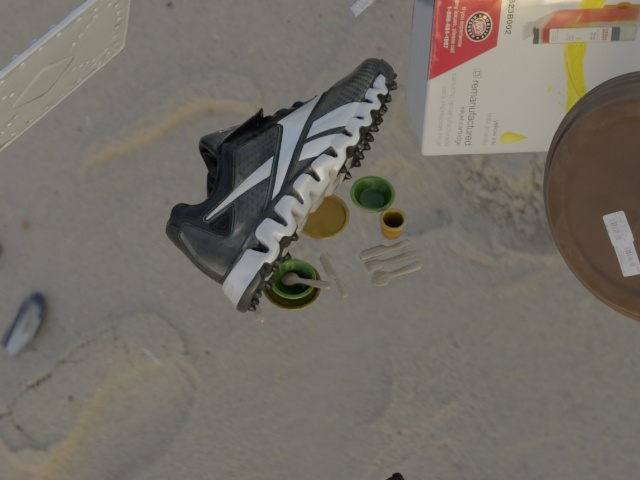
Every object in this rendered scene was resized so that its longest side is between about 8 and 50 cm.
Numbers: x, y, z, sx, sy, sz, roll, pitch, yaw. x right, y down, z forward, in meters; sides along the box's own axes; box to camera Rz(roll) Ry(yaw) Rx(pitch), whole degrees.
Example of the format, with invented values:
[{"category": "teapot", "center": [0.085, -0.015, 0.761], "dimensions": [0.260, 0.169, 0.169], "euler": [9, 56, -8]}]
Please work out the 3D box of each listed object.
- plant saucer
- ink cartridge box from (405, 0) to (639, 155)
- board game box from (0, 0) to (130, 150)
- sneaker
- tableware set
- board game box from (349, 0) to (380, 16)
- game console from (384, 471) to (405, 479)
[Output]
[{"category": "plant saucer", "center": [0.344, -0.035, 1.265], "dimensions": [0.278, 0.041, 0.278], "euler": [17, 117, 36]}, {"category": "ink cartridge box", "center": [0.330, -0.280, 1.776], "dimensions": [0.384, 0.279, 0.160], "euler": [-2, 38, -5]}, {"category": "board game box", "center": [-0.488, -0.288, 2.117], "dimensions": [0.390, 0.390, 0.050], "euler": [-43, 90, -15]}, {"category": "sneaker", "center": [-0.031, -0.065, 0.913], "dimensions": [0.106, 0.078, 0.234], "euler": [33, 65, 4]}, {"category": "tableware set", "center": [0.000, 0.000, 1.002], "dimensions": [0.154, 0.024, 0.104], "euler": [-17, 59, -14]}, {"category": "board game box", "center": [0.099, -0.379, 1.854], "dimensions": [0.020, 0.090, 0.090], "euler": [53, 141, -2]}, {"category": "game console", "center": [0.082, 0.255, 1.021], "dimensions": [0.107, 0.122, 0.071], "euler": [-32, 39, -2]}]
